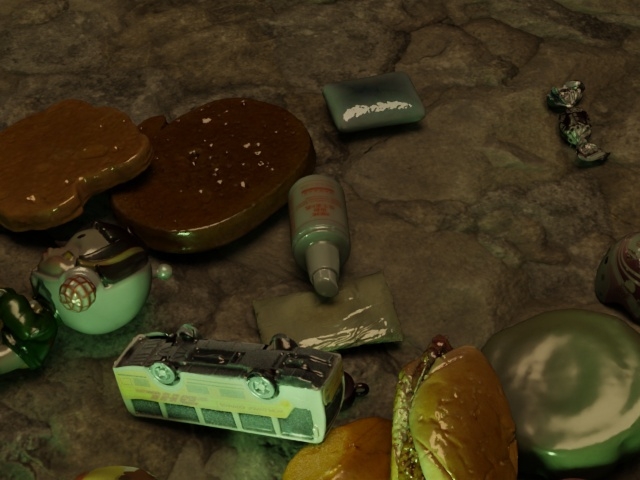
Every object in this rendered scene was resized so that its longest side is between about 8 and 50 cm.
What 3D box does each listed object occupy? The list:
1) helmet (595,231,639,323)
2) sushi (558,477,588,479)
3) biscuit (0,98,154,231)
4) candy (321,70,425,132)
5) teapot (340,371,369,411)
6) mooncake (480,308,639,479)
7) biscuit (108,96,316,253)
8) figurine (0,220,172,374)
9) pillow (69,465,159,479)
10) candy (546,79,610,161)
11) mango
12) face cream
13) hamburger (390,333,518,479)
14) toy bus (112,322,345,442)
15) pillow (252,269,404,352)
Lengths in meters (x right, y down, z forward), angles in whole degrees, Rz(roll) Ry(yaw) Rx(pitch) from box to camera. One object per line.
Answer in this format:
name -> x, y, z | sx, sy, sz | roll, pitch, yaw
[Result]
helmet -> 0.541, 0.048, 1.998 | 0.177, 0.107, 0.153 | 27, 49, 26
sushi -> 0.374, 0.388, 1.659 | 0.241, 0.107, 0.161 | -23, 51, -13
biscuit -> -0.465, -0.131, 2.183 | 0.351, 0.057, 0.312 | 14, 51, 36
candy -> 0.100, -0.261, 2.335 | 0.174, 0.071, 0.138 | -10, 45, -11
teapot -> 0.024, 0.225, 1.873 | 0.100, 0.045, 0.068 | -2, 47, 0
mooncake -> 0.360, 0.228, 1.789 | 0.275, 0.135, 0.275 | -6, 51, 8
biscuit -> -0.204, -0.123, 2.207 | 0.394, 0.070, 0.350 | -36, 50, -29
figurine -> -0.410, 0.102, 1.928 | 0.370, 0.167, 0.281 | -35, 17, -18
pillow -> -0.289, 0.412, 1.676 | 0.214, 0.086, 0.233 | -23, 51, -7
candy -> 0.481, -0.225, 2.309 | 0.094, 0.051, 0.226 | 0, 45, -4
mango -> 0.040, 0.326, 1.739 | 0.141, 0.102, 0.217 | 3, 33, 42
face cream -> 0.000, 0.000, 2.038 | 0.101, 0.101, 0.251 | -3, 38, -2
hamburger -> 0.173, 0.290, 1.690 | 0.155, 0.282, 0.245 | -25, 1, 36
toy bus -> -0.133, 0.208, 1.787 | 0.343, 0.138, 0.097 | 5, 34, 23
pillow -> 0.010, 0.126, 1.970 | 0.230, 0.050, 0.148 | -12, 40, -6
